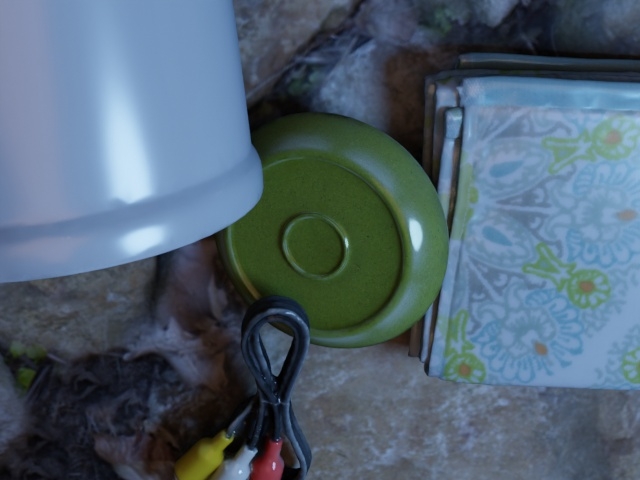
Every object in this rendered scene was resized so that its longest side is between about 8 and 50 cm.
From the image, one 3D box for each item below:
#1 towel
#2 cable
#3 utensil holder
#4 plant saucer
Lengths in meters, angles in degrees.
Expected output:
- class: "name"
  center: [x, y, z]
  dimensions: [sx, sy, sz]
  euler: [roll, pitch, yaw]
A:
- class: "towel"
  center: [0.275, -0.011, 1.076]
  dimensions: [0.374, 0.090, 0.320]
  euler: [3, 113, -1]
- class: "cable"
  center: [-0.052, 0.181, 1.116]
  dimensions: [0.139, 0.072, 0.287]
  euler: [18, 131, -11]
- class: "utensil holder"
  center: [-0.230, -0.201, 0.876]
  dimensions: [0.327, 0.327, 0.385]
  euler: [-7, 108, 2]
- class: "plant saucer"
  center: [0.000, 0.000, 1.057]
  dimensions: [0.241, 0.037, 0.241]
  euler: [8, 112, 19]
